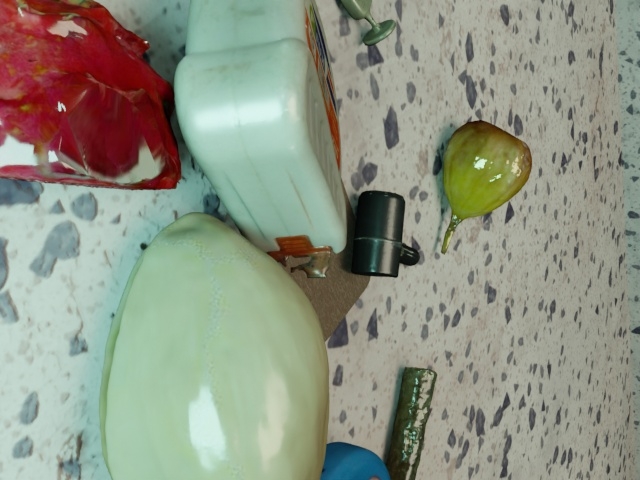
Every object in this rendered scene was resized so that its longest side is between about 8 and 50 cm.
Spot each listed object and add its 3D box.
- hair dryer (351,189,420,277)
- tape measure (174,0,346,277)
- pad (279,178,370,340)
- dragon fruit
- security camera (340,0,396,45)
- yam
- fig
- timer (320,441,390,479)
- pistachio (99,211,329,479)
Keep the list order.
[{"bbox_3d":[0.119,0.004,0.996,0.219,0.072,0.124,23,74,-60],"label":"hair dryer"},{"bbox_3d":[-0.052,-0.126,0.646,0.258,0.130,0.265,64,21,-61],"label":"tape measure"},{"bbox_3d":[0.000,0.000,0.884,0.176,0.002,0.266,-49,130,-39],"label":"pad"},{"bbox_3d":[-0.197,-0.104,0.509,0.262,0.189,0.163,2,123,-57],"label":"dragon fruit"},{"bbox_3d":[0.061,-0.328,0.903,0.092,0.058,0.058,48,56,-29],"label":"security camera"},{"bbox_3d":[0.143,0.349,1.067,0.061,0.061,0.274,27,73,-51],"label":"yam"},{"bbox_3d":[0.280,-0.089,1.161,0.159,0.159,0.257,29,88,-51],"label":"fig"},{"bbox_3d":[-0.002,0.457,0.836,0.309,0.115,0.340,-39,123,-45],"label":"timer"},{"bbox_3d":[-0.098,0.137,0.620,0.226,0.208,0.331,-4,84,-17],"label":"pistachio"}]
